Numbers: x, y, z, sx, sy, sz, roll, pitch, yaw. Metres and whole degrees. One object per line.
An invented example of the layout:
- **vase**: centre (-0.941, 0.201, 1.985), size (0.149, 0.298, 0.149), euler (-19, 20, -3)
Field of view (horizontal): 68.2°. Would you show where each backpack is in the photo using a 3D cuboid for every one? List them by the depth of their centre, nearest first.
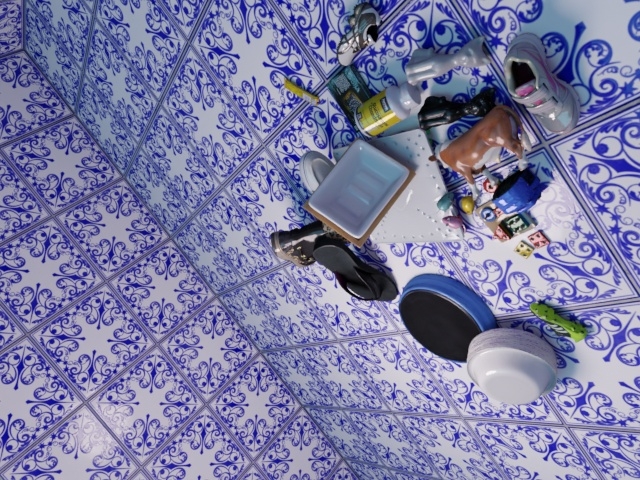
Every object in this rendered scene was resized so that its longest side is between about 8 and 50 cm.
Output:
- **backpack**: centre (0.527, -0.124, 1.261), size (0.101, 0.120, 0.098), euler (45, 145, 6)

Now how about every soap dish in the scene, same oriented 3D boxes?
- **soap dish**: centre (0.122, -0.148, 1.479), size (0.229, 0.291, 0.118), euler (36, 174, 17)

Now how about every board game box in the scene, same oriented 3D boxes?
- **board game box**: centre (0.110, -0.448, 1.498), size (0.126, 0.026, 0.186), euler (-20, 107, 53)
- **board game box**: centre (0.260, -0.168, 1.582), size (0.390, 0.050, 0.390), euler (-2, 121, 49)

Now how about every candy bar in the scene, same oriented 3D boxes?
- **candy bar**: centre (-0.069, -0.515, 1.640), size (0.161, 0.018, 0.040), euler (35, 147, 20)

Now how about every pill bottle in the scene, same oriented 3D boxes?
- **pill bottle**: centre (0.196, -0.385, 1.378), size (0.184, 0.103, 0.103), euler (-24, 104, 39)

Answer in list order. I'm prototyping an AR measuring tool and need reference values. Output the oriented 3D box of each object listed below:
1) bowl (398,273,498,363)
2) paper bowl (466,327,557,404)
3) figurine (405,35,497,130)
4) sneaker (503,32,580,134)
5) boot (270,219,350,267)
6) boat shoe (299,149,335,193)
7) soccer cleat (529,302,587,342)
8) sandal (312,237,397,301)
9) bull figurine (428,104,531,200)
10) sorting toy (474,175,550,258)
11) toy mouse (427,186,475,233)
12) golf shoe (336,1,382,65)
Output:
- **bowl**: centre (0.466, 0.305, 1.788), size (0.391, 0.077, 0.391), euler (30, 141, 27)
- **paper bowl**: centre (0.640, 0.441, 1.593), size (0.284, 0.148, 0.284), euler (13, 135, 13)
- **figurine**: centre (0.348, -0.408, 1.231), size (0.209, 0.092, 0.215), euler (0, 123, 38)
- **sneaker**: centre (0.496, -0.344, 1.090), size (0.252, 0.111, 0.103), euler (52, 146, -4)
- **boot**: centre (0.000, 0.000, 1.912), size (0.284, 0.377, 0.138), euler (-18, 72, 20)
- **boat shoe**: centre (0.067, -0.153, 1.623), size (0.367, 0.136, 0.156), euler (58, 161, -16)
- **soccer cleat**: centre (0.728, 0.257, 1.465), size (0.179, 0.060, 0.072), euler (31, 143, 20)
- **sandal**: centre (0.132, 0.153, 1.834), size (0.167, 0.107, 0.446), euler (-26, 131, 36)
- **bull figurine**: centre (0.423, -0.228, 1.260), size (0.188, 0.101, 0.310), euler (55, 155, 4)
- **sorting toy**: centre (0.539, -0.052, 1.385), size (0.274, 0.046, 0.132), euler (49, 146, -1)
- **toy mouse**: centre (0.398, -0.085, 1.435), size (0.143, 0.031, 0.161), euler (-10, 114, 9)
- **golf shoe**: centre (0.109, -0.565, 1.341), size (0.094, 0.077, 0.198), euler (42, 147, 10)
